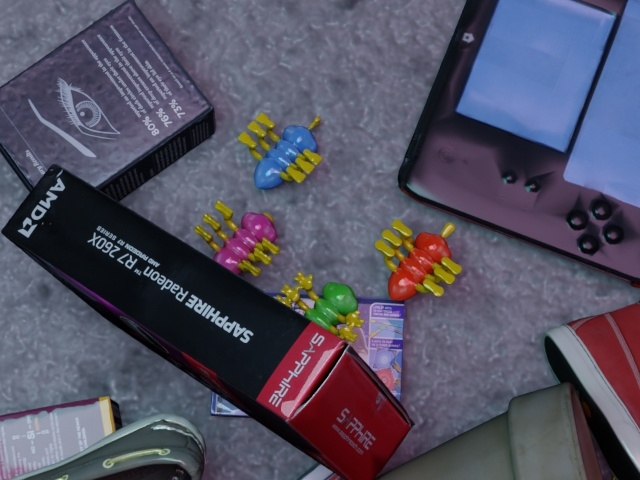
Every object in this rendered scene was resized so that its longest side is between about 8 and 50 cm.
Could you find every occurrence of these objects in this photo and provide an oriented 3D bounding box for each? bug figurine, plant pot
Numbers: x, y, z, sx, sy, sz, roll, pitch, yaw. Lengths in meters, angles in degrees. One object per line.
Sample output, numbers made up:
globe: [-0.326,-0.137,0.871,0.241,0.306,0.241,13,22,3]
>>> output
bug figurine: [0.000,0.000,1.493,0.279,0.072,0.216,40,69,14]
plant pot: [0.147,0.321,1.364,0.280,0.323,0.323,-14,80,12]

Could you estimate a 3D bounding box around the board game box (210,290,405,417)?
board game box: [-0.013,0.124,1.504,0.201,0.035,0.136,4,79,-3]

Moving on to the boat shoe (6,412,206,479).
boat shoe: [-0.245,0.270,1.343,0.305,0.091,0.109,-31,104,0]

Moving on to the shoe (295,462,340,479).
shoe: [-0.027,0.306,1.458,0.178,0.063,0.081,-43,86,-4]

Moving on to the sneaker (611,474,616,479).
sneaker: [0.421,0.223,1.485,0.234,0.084,0.097,-22,80,-7]

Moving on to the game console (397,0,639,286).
game console: [0.305,-0.166,1.564,0.342,0.060,0.386,22,79,1]

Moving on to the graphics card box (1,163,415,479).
graphics card box: [-0.105,0.082,1.342,0.371,0.233,0.094,31,80,28]

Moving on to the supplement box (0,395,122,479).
supplement box: [-0.295,0.216,1.436,0.188,0.104,0.081,-10,80,-5]

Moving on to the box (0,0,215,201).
box: [-0.236,-0.128,1.501,0.207,0.108,0.153,-35,84,-8]

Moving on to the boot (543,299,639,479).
boot: [0.362,0.162,1.461,0.176,0.088,0.244,-19,55,-9]
